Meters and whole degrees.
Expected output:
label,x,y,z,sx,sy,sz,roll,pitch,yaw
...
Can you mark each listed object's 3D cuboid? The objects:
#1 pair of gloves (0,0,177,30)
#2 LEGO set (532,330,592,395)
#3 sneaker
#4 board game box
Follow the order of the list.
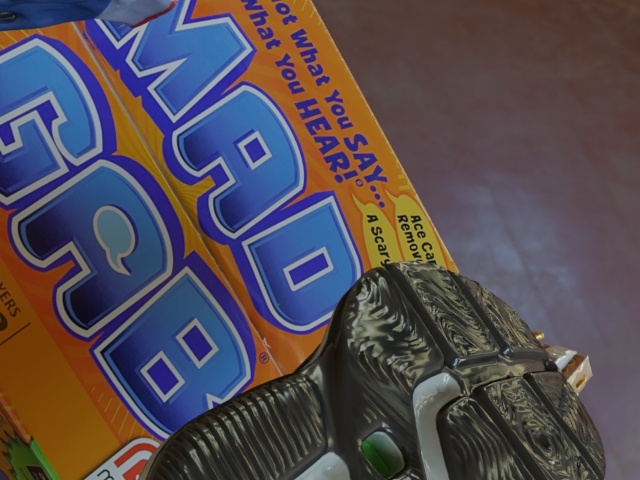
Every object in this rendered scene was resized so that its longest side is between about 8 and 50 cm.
label,x,y,z,sx,sy,sz,roll,pitch,yaw
pair of gloves,-0.126,-0.148,0.812,0.159,0.198,0.023,-3,81,-42
LEGO set,0.107,0.130,1.393,0.287,0.107,0.132,5,15,11
sneaker,-0.030,0.160,0.778,0.169,0.257,0.447,55,28,10
board game box,-0.195,-0.014,1.131,0.356,0.356,0.356,-39,16,-32
